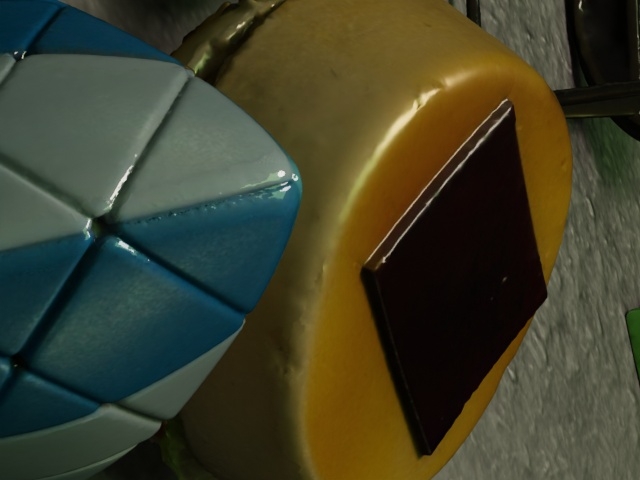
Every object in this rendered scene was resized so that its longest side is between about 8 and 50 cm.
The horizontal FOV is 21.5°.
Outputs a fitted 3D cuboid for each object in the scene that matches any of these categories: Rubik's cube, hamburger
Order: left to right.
[{"bbox_3d":[-0.162,0.033,0.715,0.254,0.254,0.254,24,62,-58],"label":"Rubik's cube"},{"bbox_3d":[0.000,0.000,0.900,0.300,0.176,0.300,-31,132,-41],"label":"hamburger"}]

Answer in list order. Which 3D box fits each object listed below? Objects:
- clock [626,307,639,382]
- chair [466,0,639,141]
[{"bbox_3d":[0.426,0.133,1.779,0.255,0.106,0.220,-34,113,-59],"label":"clock"},{"bbox_3d":[0.303,-0.256,1.424,0.410,0.361,0.365,19,65,-64],"label":"chair"}]
